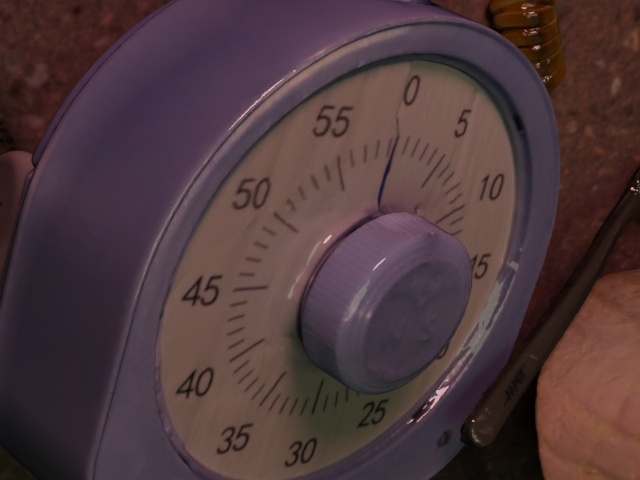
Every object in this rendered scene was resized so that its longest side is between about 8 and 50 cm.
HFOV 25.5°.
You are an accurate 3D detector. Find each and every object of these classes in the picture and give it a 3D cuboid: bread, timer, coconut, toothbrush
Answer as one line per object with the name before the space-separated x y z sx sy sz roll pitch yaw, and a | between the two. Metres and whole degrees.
bread | 0.149 -0.141 1.012 0.049 0.034 0.088 -15 117 -6
timer | 0.000 0.000 0.872 0.395 0.173 0.395 -25 131 -33
coconut | 0.300 0.154 1.066 0.328 0.329 0.329 -7 115 -16
toothbrush | 0.184 0.039 1.022 0.297 0.030 0.030 -49 128 -29

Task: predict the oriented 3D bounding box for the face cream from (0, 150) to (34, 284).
face cream | -0.176 0.005 0.917 0.104 0.117 0.117 26 103 -35
